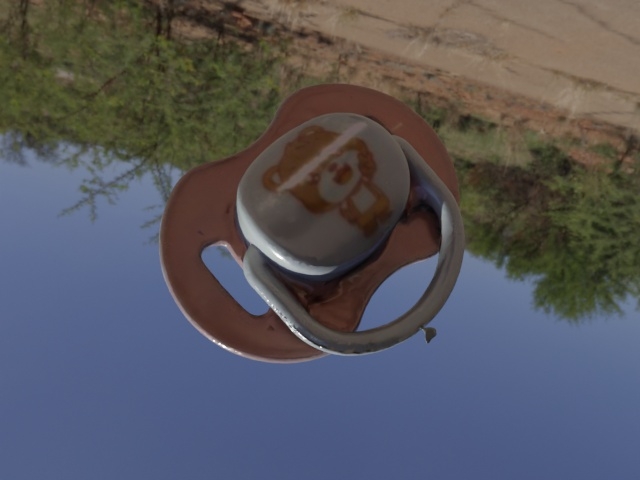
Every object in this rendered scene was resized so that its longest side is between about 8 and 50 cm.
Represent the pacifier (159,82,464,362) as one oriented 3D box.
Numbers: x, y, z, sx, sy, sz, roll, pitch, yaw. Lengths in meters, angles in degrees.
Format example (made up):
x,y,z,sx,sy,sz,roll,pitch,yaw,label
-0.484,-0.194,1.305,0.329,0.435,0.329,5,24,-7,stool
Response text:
x,y,z,sx,sy,sz,roll,pitch,yaw,label
-0.007,-0.021,0.624,0.273,0.332,0.220,17,144,56,pacifier
